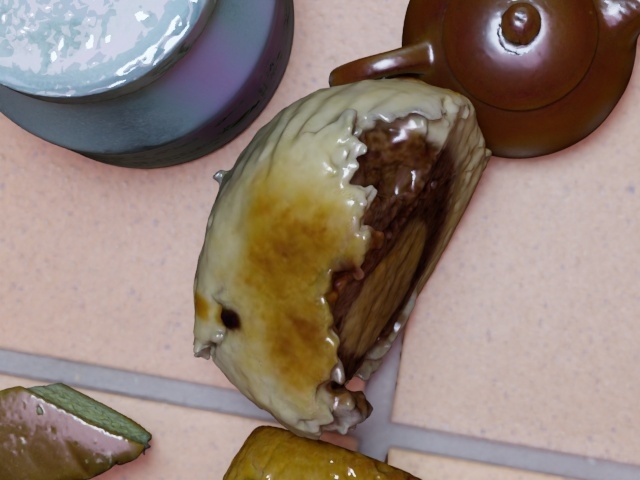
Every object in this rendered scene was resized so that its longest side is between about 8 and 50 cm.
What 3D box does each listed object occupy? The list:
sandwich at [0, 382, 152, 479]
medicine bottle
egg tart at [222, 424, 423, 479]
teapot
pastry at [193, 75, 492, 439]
[{"bbox_3d":[-0.253,0.161,1.182,0.244,0.090,0.088,-20,91,8],"label":"sandwich"},{"bbox_3d":[-0.152,-0.181,1.077,0.245,0.290,0.245,0,88,6],"label":"medicine bottle"},{"bbox_3d":[0.001,0.228,1.112,0.202,0.202,0.147,20,78,6],"label":"egg tart"},{"bbox_3d":[0.127,-0.149,1.127,0.252,0.135,0.178,-13,84,5],"label":"teapot"},{"bbox_3d":[0.004,-0.008,1.081,0.170,0.237,0.256,22,116,15],"label":"pastry"}]
